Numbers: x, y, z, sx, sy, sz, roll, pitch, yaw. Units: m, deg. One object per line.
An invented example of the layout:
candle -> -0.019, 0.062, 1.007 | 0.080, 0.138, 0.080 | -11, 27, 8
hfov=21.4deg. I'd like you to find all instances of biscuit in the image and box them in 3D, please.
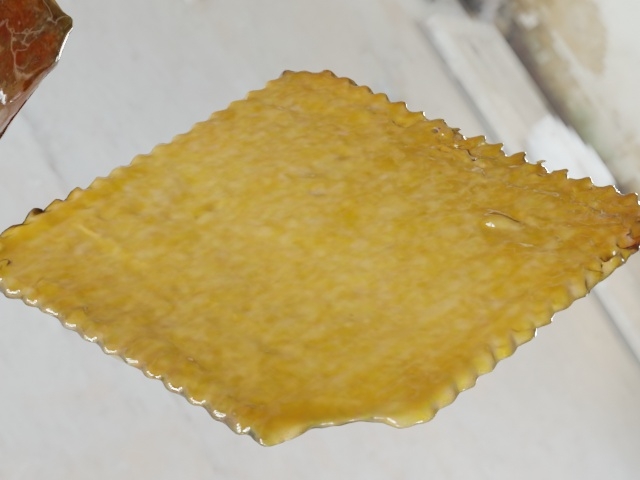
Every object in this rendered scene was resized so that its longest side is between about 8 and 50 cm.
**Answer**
biscuit -> 0.000, 0.000, 0.764 | 0.232, 0.013, 0.237 | 27, 45, 33

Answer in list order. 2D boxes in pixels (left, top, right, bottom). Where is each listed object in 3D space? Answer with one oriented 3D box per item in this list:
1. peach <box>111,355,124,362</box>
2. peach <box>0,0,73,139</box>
peach -> -0.146, 0.042, 1.662 | 0.184, 0.184, 0.184 | 44, 25, -26
peach -> -0.276, -0.111, 0.999 | 0.232, 0.256, 0.232 | -1, 90, -84
